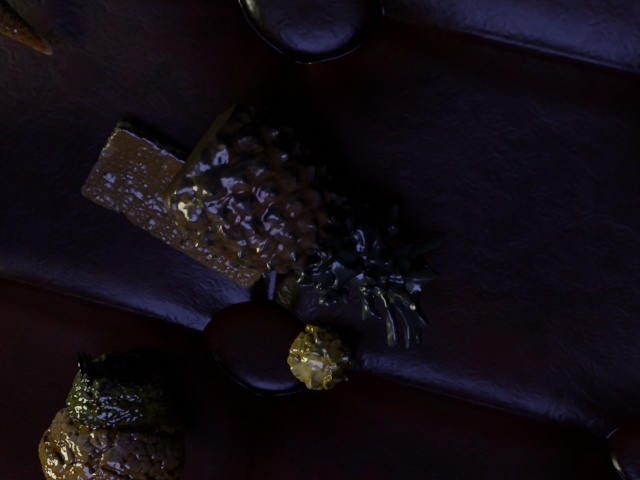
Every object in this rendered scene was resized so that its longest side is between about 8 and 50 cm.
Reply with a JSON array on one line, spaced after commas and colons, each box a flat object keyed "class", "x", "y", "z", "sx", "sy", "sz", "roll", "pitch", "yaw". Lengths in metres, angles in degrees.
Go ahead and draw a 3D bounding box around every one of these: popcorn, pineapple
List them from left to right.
[{"class": "pineapple", "x": 0.000, "y": 0.000, "z": 1.773, "sx": 0.340, "sy": 0.169, "sz": 0.169, "roll": 36, "pitch": 130, "yaw": -14}, {"class": "popcorn", "x": 0.002, "y": 0.137, "z": 1.946, "sx": 0.083, "sy": 0.057, "sz": 0.082, "roll": -13, "pitch": 116, "yaw": 31}]

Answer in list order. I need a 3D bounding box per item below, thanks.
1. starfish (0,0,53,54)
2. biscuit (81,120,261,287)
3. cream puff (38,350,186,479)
[{"class": "starfish", "x": -0.386, "y": -0.333, "z": 1.678, "sx": 0.327, "sy": 0.094, "sz": 0.375, "roll": -1, "pitch": 132, "yaw": 17}, {"class": "biscuit", "x": -0.150, "y": -0.040, "z": 1.875, "sx": 0.231, "sy": 0.025, "sz": 0.131, "roll": 31, "pitch": 132, "yaw": -7}, {"class": "cream puff", "x": -0.255, "y": 0.215, "z": 2.034, "sx": 0.183, "sy": 0.183, "sz": 0.169, "roll": 11, "pitch": 118, "yaw": 11}]
